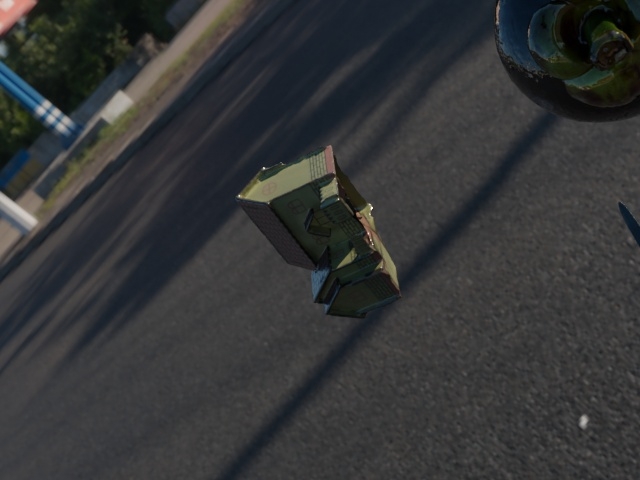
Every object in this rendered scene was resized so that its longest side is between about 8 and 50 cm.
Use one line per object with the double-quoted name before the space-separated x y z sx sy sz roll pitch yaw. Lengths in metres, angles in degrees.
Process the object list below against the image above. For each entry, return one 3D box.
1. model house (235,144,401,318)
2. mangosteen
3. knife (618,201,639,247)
"model house" 0.000 0.000 0.485 0.058 0.083 0.057 -23 44 15
"mangosteen" 0.370 -0.313 1.217 0.297 0.313 0.296 -14 66 34
"knife" 0.558 0.005 1.563 0.023 0.170 0.010 -32 -19 22
